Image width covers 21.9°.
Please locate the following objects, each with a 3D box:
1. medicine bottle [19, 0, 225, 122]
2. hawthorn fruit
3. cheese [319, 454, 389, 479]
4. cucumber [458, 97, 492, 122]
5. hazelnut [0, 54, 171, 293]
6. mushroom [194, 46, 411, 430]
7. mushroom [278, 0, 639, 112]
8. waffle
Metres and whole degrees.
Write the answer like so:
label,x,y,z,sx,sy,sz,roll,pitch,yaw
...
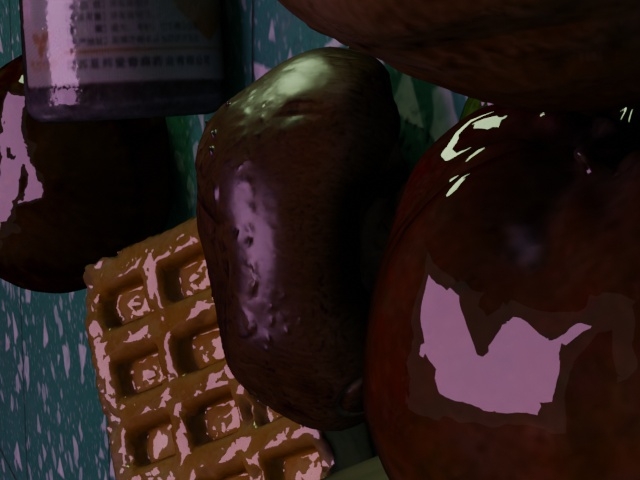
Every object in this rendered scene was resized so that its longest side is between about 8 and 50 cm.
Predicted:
label,x,y,z,sx,sy,sz,roll,pitch,yaw
medicine bottle,-0.163,-0.233,1.323,0.165,0.165,0.273,-167,74,-69
hawthorn fruit,0.120,0.067,0.618,0.208,0.208,0.248,-133,29,-59
cheese,0.029,0.259,0.701,0.130,0.328,0.351,-4,89,39
cucumber,0.081,-0.003,0.883,0.056,0.056,0.250,-119,34,-48
hazelnut,-0.222,-0.061,1.513,0.233,0.218,0.218,-66,30,18
mushroom,-0.014,-0.001,1.006,0.194,0.138,0.231,167,105,-68
mushroom,0.084,-0.168,0.576,0.283,0.263,0.195,59,-176,32
waffle,-0.070,0.106,1.183,0.221,0.055,0.247,-24,72,40
